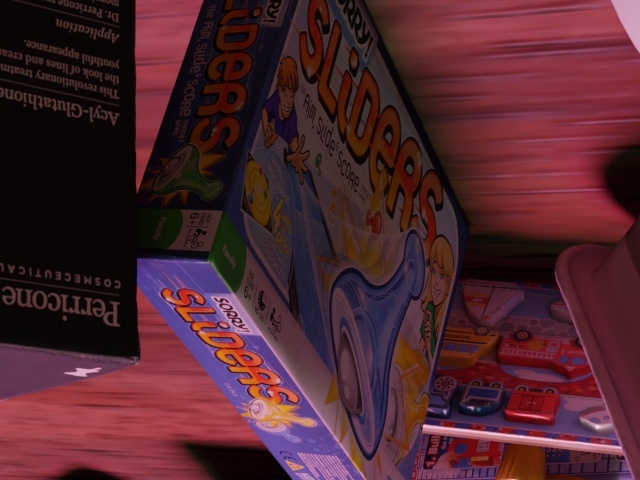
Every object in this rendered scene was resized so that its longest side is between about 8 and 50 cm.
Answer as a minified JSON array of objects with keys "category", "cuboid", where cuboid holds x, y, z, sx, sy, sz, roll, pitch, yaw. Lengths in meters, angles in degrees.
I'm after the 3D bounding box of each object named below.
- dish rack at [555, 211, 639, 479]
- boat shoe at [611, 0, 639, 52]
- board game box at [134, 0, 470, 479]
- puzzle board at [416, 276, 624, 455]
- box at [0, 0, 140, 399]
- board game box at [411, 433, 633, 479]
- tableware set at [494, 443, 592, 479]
[{"category":"dish rack","cuboid":[0.232,0.103,0.572,0.285,0.333,0.072,23,115,-18]},{"category":"boat shoe","cuboid":[0.221,-0.027,0.501,0.306,0.113,0.105,40,150,-18]},{"category":"board game box","cuboid":[0.000,0.000,0.630,0.035,0.136,0.201,3,151,23]},{"category":"puzzle board","cuboid":[0.094,0.047,0.720,0.128,0.096,0.011,5,129,19]},{"category":"box","cuboid":[-0.182,-0.059,0.478,0.261,0.184,0.103,11,159,-39]},{"category":"board game box","cuboid":[0.129,0.125,0.877,0.194,0.060,0.194,1,149,26]},{"category":"tableware set","cuboid":[0.150,0.121,0.768,0.154,0.024,0.104,15,152,1]}]
